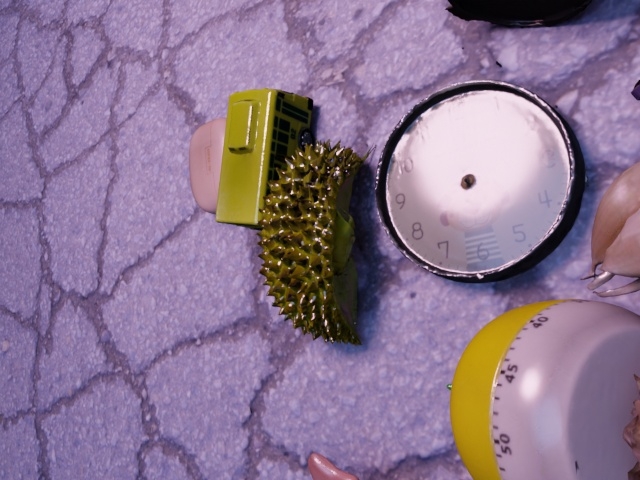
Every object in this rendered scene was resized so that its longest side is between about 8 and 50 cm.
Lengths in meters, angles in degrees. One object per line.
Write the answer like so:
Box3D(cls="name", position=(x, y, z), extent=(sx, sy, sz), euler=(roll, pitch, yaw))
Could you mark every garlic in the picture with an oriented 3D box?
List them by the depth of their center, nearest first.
Box3D(cls="garlic", position=(0.418, -0.020, 0.511), extent=(0.210, 0.237, 0.292), euler=(51, 153, -1))

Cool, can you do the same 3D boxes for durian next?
Box3D(cls="durian", position=(-0.005, -0.005, 0.854), extent=(0.158, 0.170, 0.355), euler=(-1, 83, 41))

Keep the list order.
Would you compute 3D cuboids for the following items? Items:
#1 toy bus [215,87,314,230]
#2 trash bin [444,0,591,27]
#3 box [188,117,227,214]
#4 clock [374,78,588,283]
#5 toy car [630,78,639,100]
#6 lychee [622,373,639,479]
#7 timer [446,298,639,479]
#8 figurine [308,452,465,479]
Box3D(cls="toy bus", position=(-0.104, -0.150, 0.945), extent=(0.128, 0.150, 0.261), euler=(5, 89, 36))
Box3D(cls="trash bin", position=(0.298, -0.473, 0.681), extent=(0.252, 0.203, 0.301), euler=(19, 96, 62))
Box3D(cls="box", position=(-0.206, -0.154, 1.052), extent=(0.146, 0.088, 0.200), euler=(-14, 77, 31))
Box3D(cls="clock", position=(0.227, -0.089, 0.769), extent=(0.313, 0.061, 0.312), euler=(-4, 83, 34))
Box3D(cls="toy car", position=(0.483, -0.209, 0.557), extent=(0.235, 0.172, 0.158), euler=(-39, 79, 29))
Box3D(cls="lychee", position=(0.458, 0.172, 0.351), extent=(0.433, 0.380, 0.380), euler=(-3, 82, 8))
Box3D(cls="timer", position=(0.264, 0.202, 0.616), extent=(0.285, 0.285, 0.285), euler=(-5, 82, 34))
Box3D(cls="figurine", position=(0.169, 0.410, 0.668), extent=(0.421, 0.193, 0.154), euler=(7, 92, 39))
